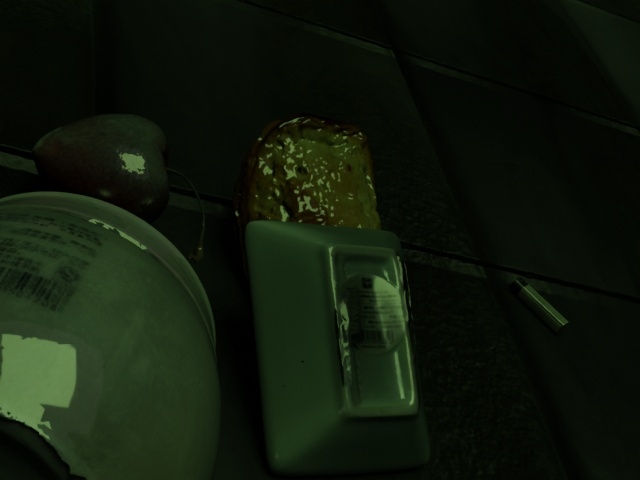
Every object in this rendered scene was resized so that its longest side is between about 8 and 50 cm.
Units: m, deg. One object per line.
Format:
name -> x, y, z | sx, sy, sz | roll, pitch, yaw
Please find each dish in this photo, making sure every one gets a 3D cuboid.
dish -> 0.033, 0.090, 1.005 | 0.182, 0.080, 0.243 | 4, 69, -32

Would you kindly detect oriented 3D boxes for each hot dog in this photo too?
hot dog -> -0.002, -0.001, 1.154 | 0.175, 0.114, 0.259 | 9, 62, -37

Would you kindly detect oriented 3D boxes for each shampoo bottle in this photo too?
shampoo bottle -> -0.201, 0.116, 0.715 | 0.273, 0.273, 0.266 | 27, 24, -5

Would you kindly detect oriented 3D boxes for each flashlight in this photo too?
flashlight -> 0.270, 0.080, 1.335 | 0.083, 0.018, 0.018 | 46, 39, 21

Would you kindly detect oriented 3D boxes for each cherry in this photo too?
cherry -> -0.208, -0.051, 1.065 | 0.148, 0.115, 0.188 | 32, 35, -34
